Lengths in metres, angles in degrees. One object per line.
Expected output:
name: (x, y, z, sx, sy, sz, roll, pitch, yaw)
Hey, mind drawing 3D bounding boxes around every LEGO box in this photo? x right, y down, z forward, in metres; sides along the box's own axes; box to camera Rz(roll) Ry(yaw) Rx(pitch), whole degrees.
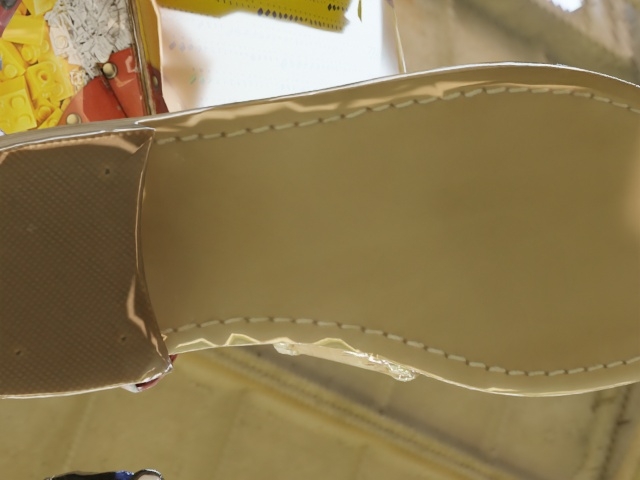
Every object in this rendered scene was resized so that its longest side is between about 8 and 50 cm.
LEGO box: (-0.184, -0.099, 1.004, 0.500, 0.373, 0.193, -11, -90, -71)

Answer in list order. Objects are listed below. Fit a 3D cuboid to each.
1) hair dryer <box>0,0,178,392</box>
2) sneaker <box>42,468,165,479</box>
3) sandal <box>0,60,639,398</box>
hair dryer: (-0.125, -0.079, 0.506, 0.293, 0.224, 0.080, 65, -161, 13)
sneaker: (-0.149, 0.248, 0.987, 0.315, 0.128, 0.182, -75, -30, -80)
sandal: (0.000, -0.006, 0.416, 0.240, 0.079, 0.088, -3, -78, -22)
